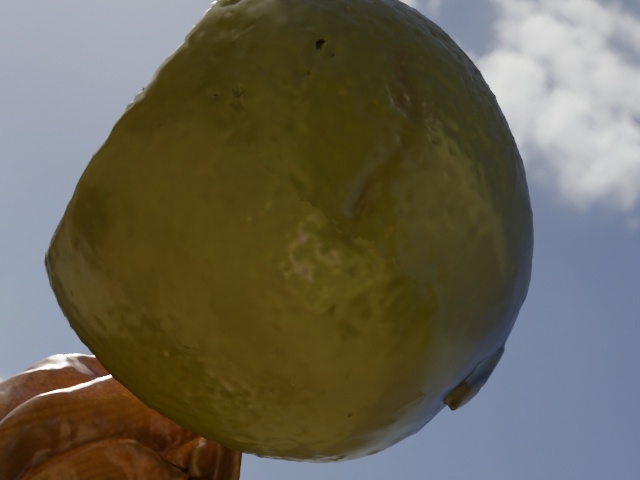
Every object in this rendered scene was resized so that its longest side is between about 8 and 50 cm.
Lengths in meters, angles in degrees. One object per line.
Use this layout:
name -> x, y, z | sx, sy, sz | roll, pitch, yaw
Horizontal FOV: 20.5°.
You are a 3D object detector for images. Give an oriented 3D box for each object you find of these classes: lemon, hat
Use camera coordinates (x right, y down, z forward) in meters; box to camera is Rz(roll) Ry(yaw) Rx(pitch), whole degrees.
lemon -> 0.000, 0.000, 0.889 | 0.219, 0.240, 0.240 | 38, -21, 1
hat -> -0.186, 0.164, 1.013 | 0.233, 0.233, 0.244 | 11, -31, -15
